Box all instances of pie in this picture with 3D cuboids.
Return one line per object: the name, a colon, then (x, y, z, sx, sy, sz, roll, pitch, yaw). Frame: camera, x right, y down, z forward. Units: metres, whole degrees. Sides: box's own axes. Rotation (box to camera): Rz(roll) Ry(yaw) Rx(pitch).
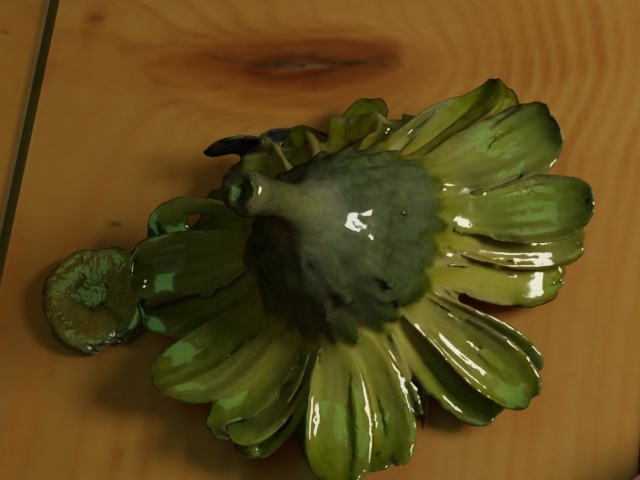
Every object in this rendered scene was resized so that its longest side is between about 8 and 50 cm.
pie: (-0.157, 0.041, 1.308, 0.084, 0.020, 0.084, -3, 69, 8)

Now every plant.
plant: (-0.007, -0.009, 1.211, 0.306, 0.297, 0.261, -56, 37, 5)

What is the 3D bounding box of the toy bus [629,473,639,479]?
toy bus: (0.187, 0.224, 1.128, 0.274, 0.090, 0.112, -34, 60, -3)
